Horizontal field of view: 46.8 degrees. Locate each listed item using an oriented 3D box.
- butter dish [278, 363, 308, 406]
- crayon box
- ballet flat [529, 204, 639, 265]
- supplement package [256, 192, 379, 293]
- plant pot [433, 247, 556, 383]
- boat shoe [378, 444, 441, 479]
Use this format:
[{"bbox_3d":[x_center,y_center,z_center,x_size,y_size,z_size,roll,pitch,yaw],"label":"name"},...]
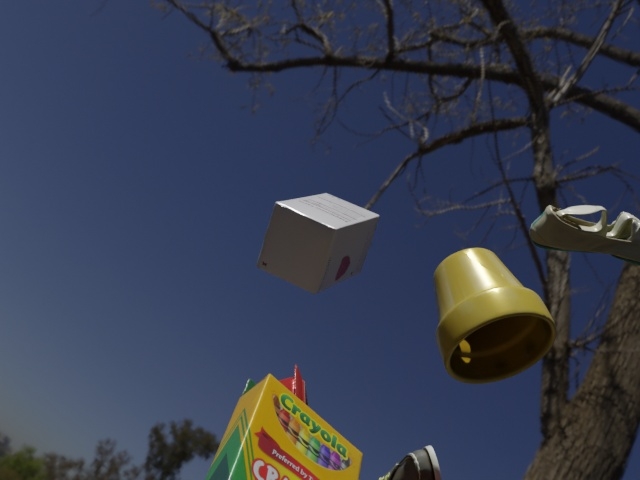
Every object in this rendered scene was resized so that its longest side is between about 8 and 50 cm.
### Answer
[{"bbox_3d":[-0.084,0.360,1.506,0.118,0.160,0.160,-6,-51,2],"label":"butter dish"},{"bbox_3d":[-0.048,0.328,1.031,0.202,0.318,0.081,42,-65,-12],"label":"crayon box"},{"bbox_3d":[0.458,-0.011,1.177,0.248,0.086,0.086,8,-27,-11],"label":"ballet flat"},{"bbox_3d":[0.000,0.000,1.874,0.175,0.293,0.177,24,-72,20],"label":"supplement package"},{"bbox_3d":[0.365,0.155,1.671,0.254,0.254,0.239,74,-1,-48],"label":"plant pot"},{"bbox_3d":[0.148,0.465,1.331,0.091,0.109,0.305,-2,-41,-9],"label":"boat shoe"}]
